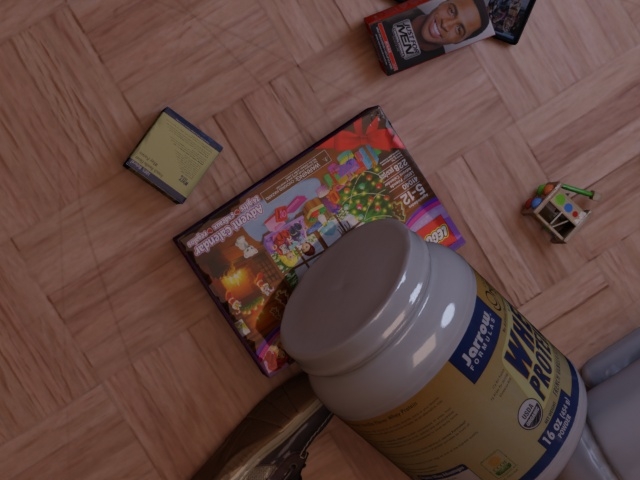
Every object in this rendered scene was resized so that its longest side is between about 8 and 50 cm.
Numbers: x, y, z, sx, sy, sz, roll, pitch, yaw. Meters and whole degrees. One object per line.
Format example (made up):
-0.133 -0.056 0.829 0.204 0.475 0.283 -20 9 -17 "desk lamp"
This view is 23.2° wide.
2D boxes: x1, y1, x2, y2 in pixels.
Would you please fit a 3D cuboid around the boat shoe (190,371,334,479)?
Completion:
-0.067 0.269 1.840 0.285 0.103 0.092 -46 110 -10 "boat shoe"

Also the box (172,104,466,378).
0.000 0.000 1.866 0.293 0.057 0.201 -35 98 -9 "box"

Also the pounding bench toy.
0.299 -0.048 1.927 0.065 0.052 0.083 43 83 -8 "pounding bench toy"

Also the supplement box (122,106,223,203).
-0.174 -0.099 1.832 0.083 0.056 0.083 36 84 -9 "supplement box"

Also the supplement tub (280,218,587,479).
0.129 0.145 1.771 0.316 0.228 0.228 42 83 -27 "supplement tub"

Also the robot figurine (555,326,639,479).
0.417 0.235 1.849 0.353 0.300 0.200 -36 137 17 "robot figurine"

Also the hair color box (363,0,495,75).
0.131 -0.258 1.879 0.141 0.043 0.072 -22 110 -1 "hair color box"

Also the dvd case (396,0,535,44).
0.204 -0.382 1.881 0.180 0.022 0.253 19 106 -11 "dvd case"
